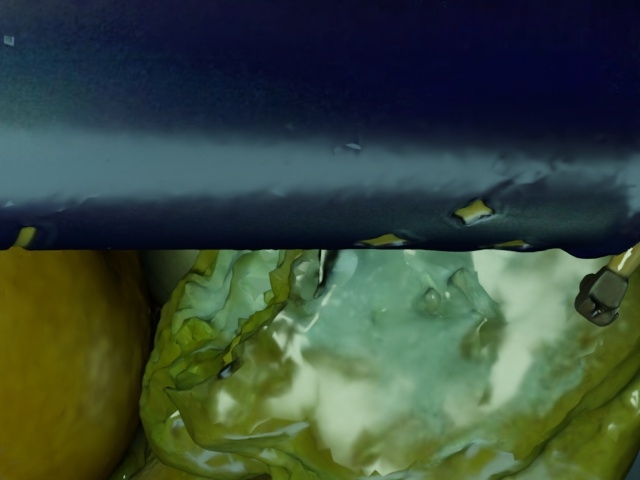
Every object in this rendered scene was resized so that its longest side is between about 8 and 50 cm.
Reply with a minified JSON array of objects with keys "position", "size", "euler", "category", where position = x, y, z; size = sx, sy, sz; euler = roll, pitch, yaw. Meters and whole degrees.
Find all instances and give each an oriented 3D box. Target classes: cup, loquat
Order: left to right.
[{"position":[-0.250,0.042,1.104],"size":[0.328,0.328,0.328],"euler":[-4,176,0],"category":"loquat"},{"position":[-0.034,-0.077,0.697],"size":[0.256,0.178,0.255],"euler":[-1,173,-15],"category":"cup"}]

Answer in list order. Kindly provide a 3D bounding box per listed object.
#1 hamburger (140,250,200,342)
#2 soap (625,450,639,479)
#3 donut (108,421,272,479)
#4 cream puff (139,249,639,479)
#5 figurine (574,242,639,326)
[{"position":[0.000,0.000,1.319],"size":[0.295,0.227,0.151],"euler":[11,139,-27],"category":"hamburger"},{"position":[0.344,0.051,1.618],"size":[0.213,0.350,0.435],"euler":[-6,173,24],"category":"soap"},{"position":[-0.095,0.192,1.173],"size":[0.261,0.128,0.208],"euler":[-50,-167,-31],"category":"donut"},{"position":[0.072,0.012,1.045],"size":[0.274,0.323,0.270],"euler":[24,-175,0],"category":"cream puff"},{"position":[0.149,-0.080,0.779],"size":[0.112,0.229,0.137],"euler":[44,157,-24],"category":"figurine"}]
